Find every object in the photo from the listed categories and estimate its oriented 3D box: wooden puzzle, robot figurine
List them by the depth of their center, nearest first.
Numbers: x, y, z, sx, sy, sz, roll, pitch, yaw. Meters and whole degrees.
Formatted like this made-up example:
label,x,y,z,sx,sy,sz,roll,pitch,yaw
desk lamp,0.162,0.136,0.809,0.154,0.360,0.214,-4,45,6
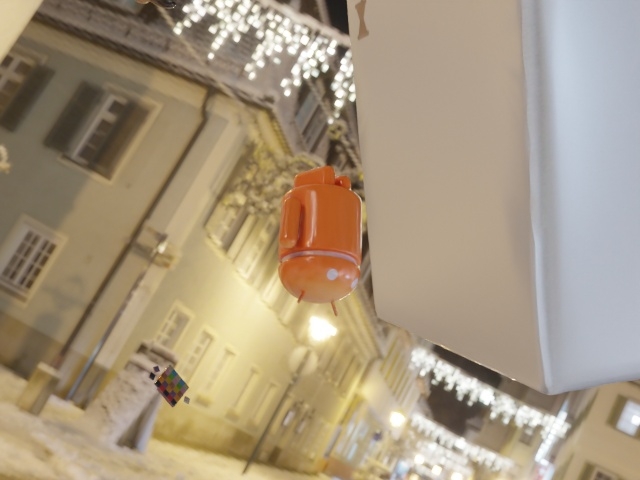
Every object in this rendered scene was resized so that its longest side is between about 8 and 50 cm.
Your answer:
label,x,y,z,sx,sy,sz,roll,pitch,yaw
robot figurine,0.002,0.001,1.330,0.128,0.219,0.158,3,-21,-1
wooden puzzle,-0.233,0.226,1.373,0.006,0.049,0.083,-28,-75,34

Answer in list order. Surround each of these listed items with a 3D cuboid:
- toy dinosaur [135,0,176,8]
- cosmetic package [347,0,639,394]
label,x,y,z,sx,sy,sz,roll,pitch,yaw
toy dinosaur,-0.176,-0.283,0.703,0.200,0.127,0.295,56,11,-13
cosmetic package,0.262,-0.098,0.698,0.394,0.327,0.329,-7,6,-15
